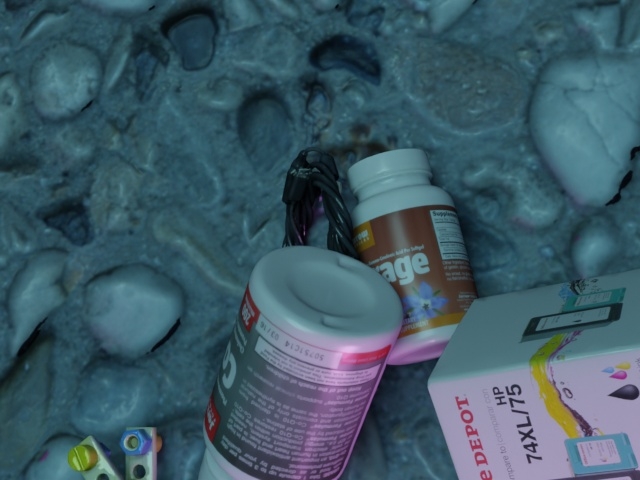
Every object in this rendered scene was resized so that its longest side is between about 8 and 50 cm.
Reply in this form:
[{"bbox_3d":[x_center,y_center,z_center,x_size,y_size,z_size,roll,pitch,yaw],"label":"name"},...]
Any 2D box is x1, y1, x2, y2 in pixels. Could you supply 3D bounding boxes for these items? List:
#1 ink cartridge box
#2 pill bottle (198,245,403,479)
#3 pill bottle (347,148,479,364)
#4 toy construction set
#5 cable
[{"bbox_3d":[0.274,0.157,1.398,0.270,0.197,0.198,-13,107,24],"label":"ink cartridge box"},{"bbox_3d":[-0.030,0.162,1.521,0.161,0.161,0.283,33,123,22],"label":"pill bottle"},{"bbox_3d":[0.097,0.017,1.573,0.121,0.121,0.216,-18,75,17],"label":"pill bottle"},{"bbox_3d":[-0.230,0.387,1.627,0.215,0.151,0.327,-29,62,13],"label":"toy construction set"},{"bbox_3d":[0.000,0.000,1.601,0.150,0.047,0.184,58,146,39],"label":"cable"}]
